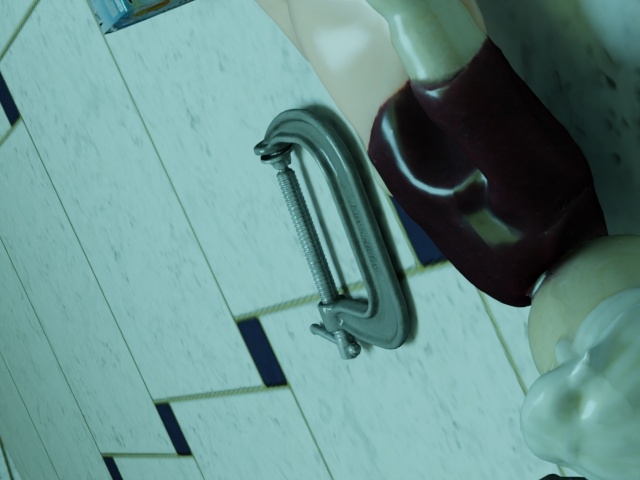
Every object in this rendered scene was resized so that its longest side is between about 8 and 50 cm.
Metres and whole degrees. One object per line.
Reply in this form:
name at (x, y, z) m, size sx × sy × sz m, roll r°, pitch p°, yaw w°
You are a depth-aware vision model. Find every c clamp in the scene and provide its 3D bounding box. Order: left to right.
c clamp at (0.000, 0.000, 0.873) m, size 0.137 × 0.022 × 0.160 m, roll 24°, pitch 135°, yaw 60°

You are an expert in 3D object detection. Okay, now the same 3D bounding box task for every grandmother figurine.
grandmother figurine at (0.048, -0.051, 0.611) m, size 0.342 × 0.104 × 0.208 m, roll 54°, pitch -176°, yaw 18°

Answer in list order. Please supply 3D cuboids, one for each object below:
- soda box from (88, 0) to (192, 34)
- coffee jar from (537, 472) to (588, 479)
soda box at (-0.123, -0.209, 0.873) m, size 0.183 × 0.063 × 0.058 m, roll 66°, pitch 159°, yaw -2°
coffee jar at (0.135, 0.190, 0.683) m, size 0.096 × 0.079 × 0.184 m, roll 3°, pitch 116°, yaw 58°
